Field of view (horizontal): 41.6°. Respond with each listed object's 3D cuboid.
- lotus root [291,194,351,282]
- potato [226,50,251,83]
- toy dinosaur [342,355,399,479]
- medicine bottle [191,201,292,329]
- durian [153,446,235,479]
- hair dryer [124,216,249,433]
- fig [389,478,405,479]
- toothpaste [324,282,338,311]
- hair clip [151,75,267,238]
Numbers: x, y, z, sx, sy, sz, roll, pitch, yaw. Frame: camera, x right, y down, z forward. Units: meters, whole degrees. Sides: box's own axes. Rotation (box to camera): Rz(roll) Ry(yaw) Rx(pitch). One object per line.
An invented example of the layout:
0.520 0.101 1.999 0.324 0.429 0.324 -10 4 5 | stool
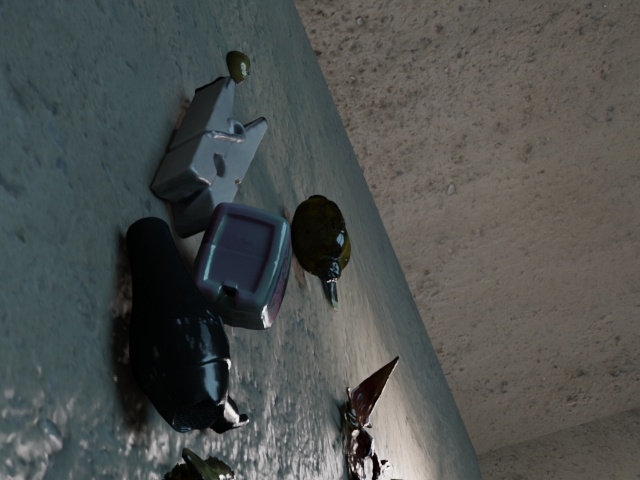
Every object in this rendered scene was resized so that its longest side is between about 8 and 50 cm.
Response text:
0.000 0.000 1.604 0.120 0.120 0.209 60 16 -46 | lotus root
-0.159 -0.346 1.625 0.036 0.037 0.093 54 19 -43 | potato
0.104 0.348 1.495 0.327 0.113 0.206 -19 89 -78 | toy dinosaur
-0.088 0.042 1.002 0.188 0.094 0.119 90 15 -73 | medicine bottle
-0.105 0.231 0.658 0.148 0.091 0.188 -96 -175 -56 | durian
-0.131 0.127 0.871 0.271 0.091 0.235 77 -9 -51 | hair dryer
0.238 0.564 1.641 0.275 0.206 0.206 49 10 2 | fig
0.011 0.044 1.791 0.062 0.037 0.216 42 35 -72 | toothpaste
-0.147 -0.119 1.133 0.331 0.085 0.101 -79 146 -59 | hair clip
